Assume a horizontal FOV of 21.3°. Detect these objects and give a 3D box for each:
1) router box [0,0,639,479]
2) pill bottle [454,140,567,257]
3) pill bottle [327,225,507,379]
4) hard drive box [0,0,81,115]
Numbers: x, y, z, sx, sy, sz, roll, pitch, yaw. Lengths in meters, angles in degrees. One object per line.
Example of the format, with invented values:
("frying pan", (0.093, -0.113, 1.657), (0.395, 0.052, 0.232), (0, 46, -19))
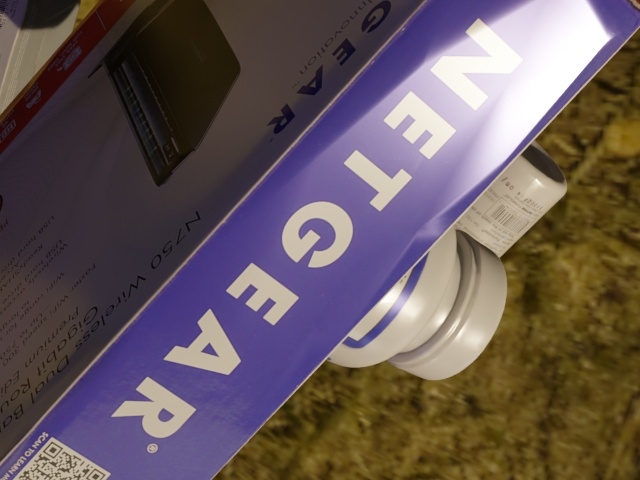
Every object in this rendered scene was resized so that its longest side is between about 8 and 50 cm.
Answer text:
("router box", (-0.044, -0.056, 0.806), (0.082, 0.301, 0.335), (38, 100, -28))
("pill bottle", (0.145, -0.023, 1.851), (0.131, 0.131, 0.229), (37, 109, -21))
("pill bottle", (0.000, 0.000, 1.225), (0.272, 0.152, 0.152), (28, 85, -31))
("hard drive box", (-0.349, -0.159, 1.483), (0.232, 0.089, 0.181), (15, 86, 20))
